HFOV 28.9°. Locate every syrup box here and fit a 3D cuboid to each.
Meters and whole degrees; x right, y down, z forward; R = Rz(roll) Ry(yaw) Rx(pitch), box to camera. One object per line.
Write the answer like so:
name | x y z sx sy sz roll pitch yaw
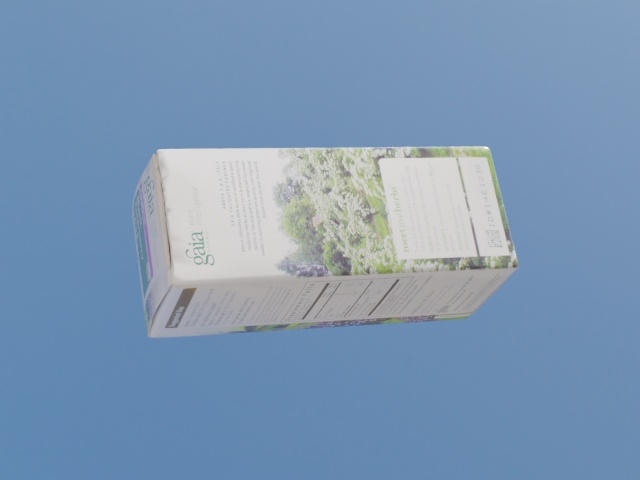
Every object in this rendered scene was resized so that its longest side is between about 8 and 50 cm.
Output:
syrup box | 0.000 0.000 0.826 0.236 0.096 0.093 -3 -114 -18
